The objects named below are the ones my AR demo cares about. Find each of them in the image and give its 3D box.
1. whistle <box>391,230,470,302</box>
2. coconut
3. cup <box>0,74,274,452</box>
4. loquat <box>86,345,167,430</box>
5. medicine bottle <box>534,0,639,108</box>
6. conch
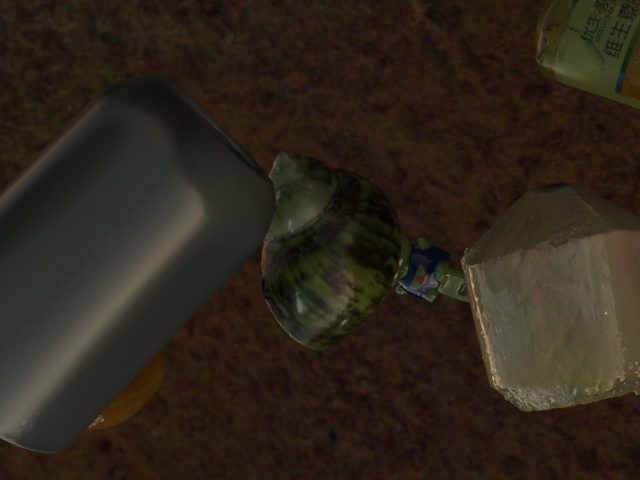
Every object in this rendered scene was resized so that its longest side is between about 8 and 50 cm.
[{"bbox_3d":[0.156,0.047,1.588,0.227,0.085,0.105,23,112,-1],"label":"whistle"},{"bbox_3d":[0.277,0.056,1.119,0.239,0.239,0.244,-23,76,53],"label":"coconut"},{"bbox_3d":[-0.198,0.013,0.907,0.312,0.205,0.205,-45,57,4],"label":"cup"},{"bbox_3d":[-0.345,0.169,1.498,0.193,0.238,0.238,162,93,-73],"label":"loquat"},{"bbox_3d":[0.344,-0.198,1.063,0.239,0.124,0.124,25,124,19],"label":"medicine bottle"},{"bbox_3d":[0.001,-0.002,1.062,0.181,0.187,0.124,39,139,-3],"label":"conch"}]
